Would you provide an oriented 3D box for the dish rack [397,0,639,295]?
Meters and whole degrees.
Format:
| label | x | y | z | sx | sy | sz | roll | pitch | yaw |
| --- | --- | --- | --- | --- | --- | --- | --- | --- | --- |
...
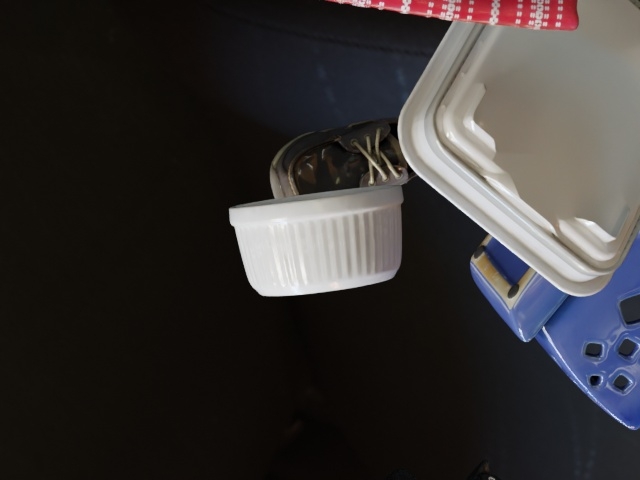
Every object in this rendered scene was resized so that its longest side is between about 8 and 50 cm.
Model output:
| label | x | y | z | sx | sy | sz | roll | pitch | yaw |
| --- | --- | --- | --- | --- | --- | --- | --- | --- | --- |
| dish rack | 0.254 | -0.142 | 1.479 | 0.285 | 0.072 | 0.333 | 38 | 63 | -15 |

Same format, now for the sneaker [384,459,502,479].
| label | x | y | z | sx | sy | sz | roll | pitch | yaw |
| --- | --- | --- | --- | --- | --- | --- | --- | --- | --- |
| sneaker | 0.143 | 0.208 | 1.093 | 0.234 | 0.097 | 0.084 | 6 | 151 | -19 |

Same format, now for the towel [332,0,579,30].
| label | x | y | z | sx | sy | sz | roll | pitch | yaw |
| --- | --- | --- | --- | --- | --- | --- | --- | --- | --- |
| towel | 0.048 | -0.247 | 1.016 | 0.031 | 0.274 | 0.199 | 101 | -3 | -65 |

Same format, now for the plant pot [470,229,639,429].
| label | x | y | z | sx | sy | sz | roll | pitch | yaw |
| --- | --- | --- | --- | --- | --- | --- | --- | --- | --- |
| plant pot | 0.319 | 0.037 | 1.682 | 0.212 | 0.236 | 0.236 | 34 | 100 | -18 |

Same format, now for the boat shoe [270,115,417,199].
| label | x | y | z | sx | sy | sz | roll | pitch | yaw |
| --- | --- | --- | --- | --- | --- | --- | --- | --- | --- |
| boat shoe | 0.064 | -0.125 | 2.147 | 0.355 | 0.130 | 0.132 | -28 | 94 | -49 |

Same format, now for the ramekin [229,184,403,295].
| label | x | y | z | sx | sy | sz | roll | pitch | yaw |
| --- | --- | --- | --- | --- | --- | --- | --- | --- | --- |
| ramekin | 0.000 | 0.000 | 1.735 | 0.207 | 0.207 | 0.109 | -10 | 95 | -41 |
